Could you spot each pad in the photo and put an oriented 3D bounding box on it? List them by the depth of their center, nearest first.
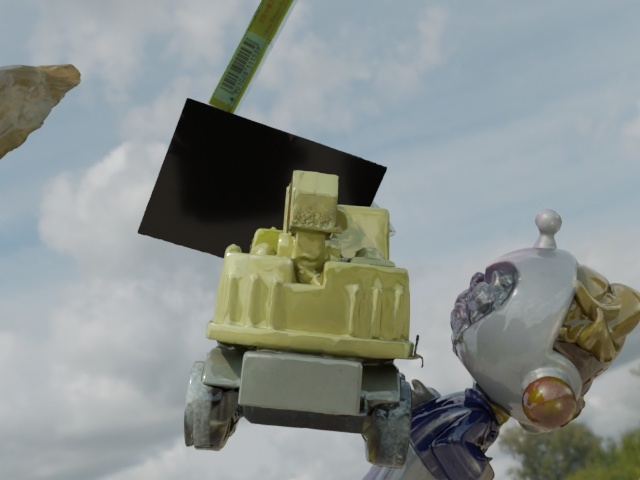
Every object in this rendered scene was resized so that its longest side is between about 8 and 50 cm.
[{"bbox_3d":[-0.048,-0.035,0.846,0.190,0.004,0.127,18,-72,-20],"label":"pad"}]

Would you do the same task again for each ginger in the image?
[{"bbox_3d":[-0.325,-0.131,0.897,0.193,0.122,0.115,-40,16,-19],"label":"ginger"}]

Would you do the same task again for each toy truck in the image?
[{"bbox_3d":[-0.005,0.044,0.607,0.124,0.157,0.272,6,-3,1],"label":"toy truck"}]

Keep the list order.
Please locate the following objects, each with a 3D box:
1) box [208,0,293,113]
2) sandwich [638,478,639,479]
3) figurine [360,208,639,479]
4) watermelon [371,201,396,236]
[{"bbox_3d":[-0.072,-0.349,1.503,0.335,0.047,0.187,-61,5,6],"label":"box"},{"bbox_3d":[0.316,0.279,0.886,0.193,0.058,0.162,-43,33,-21],"label":"sandwich"},{"bbox_3d":[0.129,0.118,0.779,0.274,0.133,0.194,-49,-2,25],"label":"figurine"},{"bbox_3d":[0.024,0.000,1.124,0.121,0.158,0.098,20,-8,20],"label":"watermelon"}]
